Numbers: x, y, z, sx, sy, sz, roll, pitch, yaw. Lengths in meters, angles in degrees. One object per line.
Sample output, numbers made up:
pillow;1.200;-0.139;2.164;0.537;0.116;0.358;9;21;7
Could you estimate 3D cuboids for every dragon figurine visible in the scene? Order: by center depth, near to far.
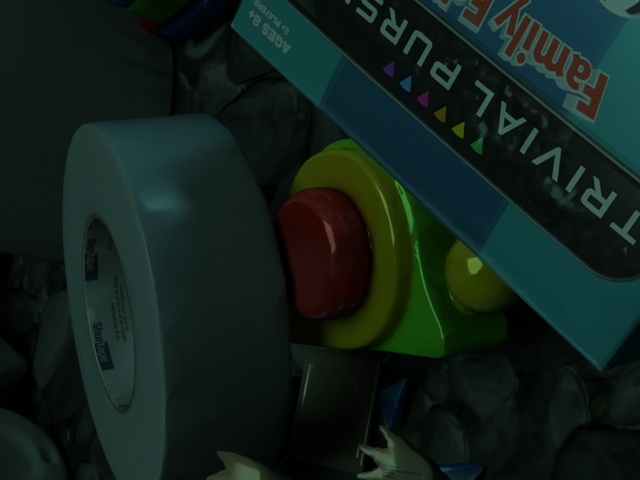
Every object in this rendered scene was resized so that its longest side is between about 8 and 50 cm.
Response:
dragon figurine;0.037;0.153;0.607;0.289;0.144;0.085;-13;66;26

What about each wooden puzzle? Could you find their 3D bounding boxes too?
wooden puzzle;0.009;0.101;0.714;0.116;0.014;0.078;13;93;50

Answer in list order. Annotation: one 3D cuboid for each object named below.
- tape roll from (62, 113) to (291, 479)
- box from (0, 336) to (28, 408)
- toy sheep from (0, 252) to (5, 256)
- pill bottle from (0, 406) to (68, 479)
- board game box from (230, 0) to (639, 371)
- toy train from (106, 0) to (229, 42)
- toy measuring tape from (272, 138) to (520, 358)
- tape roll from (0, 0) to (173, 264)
tape roll;-0.090;0.037;0.691;0.219;0.072;0.219;171;90;-67
box;-0.375;0.141;0.949;0.127;0.232;0.148;40;112;12
toy sheep;-0.331;0.004;1.080;0.132;0.091;0.091;40;109;51
pill bottle;-0.296;0.240;0.938;0.208;0.119;0.119;-55;44;22
board game box;0.128;-0.157;0.475;0.254;0.079;0.336;45;122;27
toy train;-0.143;-0.286;0.908;0.105;0.143;0.247;-27;59;41
toy measuring tape;0.000;0.000;0.685;0.330;0.121;0.121;0;78;57
tape roll;-0.256;-0.113;0.964;0.246;0.169;0.246;-19;63;44
